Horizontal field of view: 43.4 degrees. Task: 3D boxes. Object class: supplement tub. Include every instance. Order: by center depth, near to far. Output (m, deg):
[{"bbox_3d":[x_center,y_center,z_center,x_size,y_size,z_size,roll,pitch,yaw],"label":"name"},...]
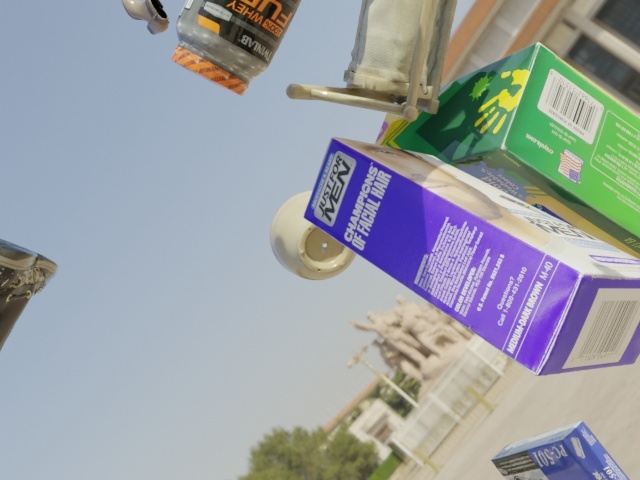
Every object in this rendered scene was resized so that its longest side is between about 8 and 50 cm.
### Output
[{"bbox_3d":[-0.145,-0.445,1.510,0.316,0.194,0.193,-64,-15,6],"label":"supplement tub"}]

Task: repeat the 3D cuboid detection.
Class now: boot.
[{"bbox_3d":[-0.421,0.091,1.038,0.236,0.085,0.178,145,147,-79],"label":"boot"},{"bbox_3d":[-0.357,-0.478,1.656,0.042,0.118,0.087,-48,10,-28],"label":"boot"}]

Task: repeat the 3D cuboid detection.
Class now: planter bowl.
[{"bbox_3d":[0.000,0.000,1.401,0.162,0.162,0.109,-51,18,1],"label":"planter bowl"}]

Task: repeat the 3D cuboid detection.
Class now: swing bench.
[{"bbox_3d":[0.094,-0.295,1.025,0.255,0.165,0.253,-30,-48,-67],"label":"swing bench"}]

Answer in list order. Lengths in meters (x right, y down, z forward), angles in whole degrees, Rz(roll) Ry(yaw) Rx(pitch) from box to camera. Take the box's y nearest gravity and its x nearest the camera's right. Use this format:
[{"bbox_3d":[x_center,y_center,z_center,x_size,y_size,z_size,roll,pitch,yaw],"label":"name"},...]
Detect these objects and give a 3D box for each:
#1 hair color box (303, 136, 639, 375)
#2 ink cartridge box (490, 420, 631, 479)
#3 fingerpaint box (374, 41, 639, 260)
[{"bbox_3d":[0.161,0.005,0.838,0.185,0.339,0.110,4,-69,-44],"label":"hair color box"},{"bbox_3d":[0.317,0.310,1.085,0.046,0.097,0.207,-33,-11,-24],"label":"ink cartridge box"},{"bbox_3d":[0.337,-0.058,1.187,0.371,0.445,0.163,-10,55,64],"label":"fingerpaint box"}]
